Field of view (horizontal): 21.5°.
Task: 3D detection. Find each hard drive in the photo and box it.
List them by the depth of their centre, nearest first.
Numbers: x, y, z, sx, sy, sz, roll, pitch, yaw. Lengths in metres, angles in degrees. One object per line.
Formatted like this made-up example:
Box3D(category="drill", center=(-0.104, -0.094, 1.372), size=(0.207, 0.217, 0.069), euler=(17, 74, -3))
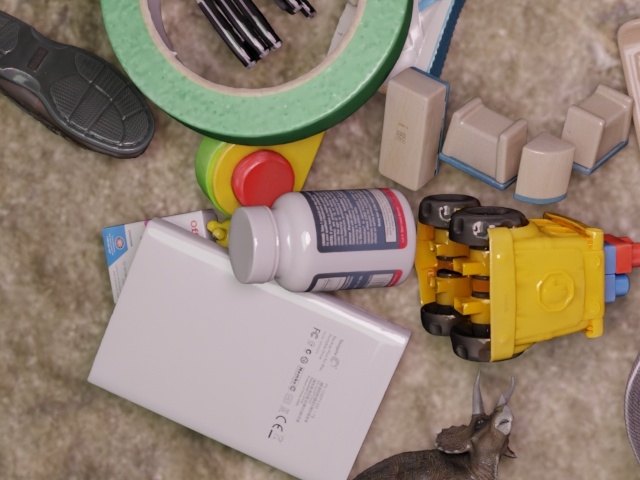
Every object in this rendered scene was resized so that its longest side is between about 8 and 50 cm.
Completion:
Box3D(category="hard drive", center=(-0.080, 0.127, 1.841), size=(0.307, 0.040, 0.203), euler=(24, 106, 5))

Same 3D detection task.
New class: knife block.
Box3D(category="knife block", center=(-0.137, -0.316, 1.857), size=(0.276, 0.088, 0.242), euler=(8, 91, 13))

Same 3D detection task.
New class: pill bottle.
Box3D(category="pill bottle", center=(0.000, 0.000, 1.778), size=(0.180, 0.108, 0.108), euler=(-3, 90, -23))

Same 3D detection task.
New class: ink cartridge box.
Box3D(category="ink cartridge box", center=(-0.174, 0.017, 1.891), size=(0.122, 0.052, 0.088), euler=(-10, 89, 12))

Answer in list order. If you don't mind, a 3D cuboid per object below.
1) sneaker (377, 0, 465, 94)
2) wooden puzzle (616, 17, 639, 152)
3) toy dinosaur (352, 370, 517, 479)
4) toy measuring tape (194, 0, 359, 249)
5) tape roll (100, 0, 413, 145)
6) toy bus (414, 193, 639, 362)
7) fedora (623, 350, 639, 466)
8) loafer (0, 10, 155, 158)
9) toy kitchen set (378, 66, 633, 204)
Box3D(category="sneaker", center=(0.106, -0.264, 1.799), size=(0.092, 0.087, 0.228), euler=(22, 95, 13))
Box3D(category="wooden puzzle", center=(0.438, -0.132, 1.745), size=(0.221, 0.044, 0.238), euler=(-12, 93, 14))
Box3D(category="toy dinosaur", center=(0.103, 0.283, 1.805), size=(0.313, 0.121, 0.160), euler=(-28, 49, 24))
Box3D(category="toy measuring tape", center=(-0.055, -0.136, 1.813), size=(0.121, 0.121, 0.330), euler=(25, 105, 12))
Box3D(category="tape roll", center=(-0.065, -0.261, 1.746), size=(0.321, 0.077, 0.321), euler=(0, 86, 7))
Box3D(category="toy bus", center=(0.217, 0.026, 1.743), size=(0.211, 0.220, 0.149), euler=(-7, 103, -16))
Box3D(category="fedora", center=(0.443, 0.160, 1.702), size=(0.275, 0.124, 0.243), euler=(-33, 85, 6))
Box3D(category="loafer", center=(-0.301, -0.174, 1.918), size=(0.267, 0.084, 0.096), euler=(33, 67, 8))
Box3D(category="toy kitchen set", center=(0.195, -0.111, 1.772), size=(0.207, 0.166, 0.122), euler=(30, 135, 26))
